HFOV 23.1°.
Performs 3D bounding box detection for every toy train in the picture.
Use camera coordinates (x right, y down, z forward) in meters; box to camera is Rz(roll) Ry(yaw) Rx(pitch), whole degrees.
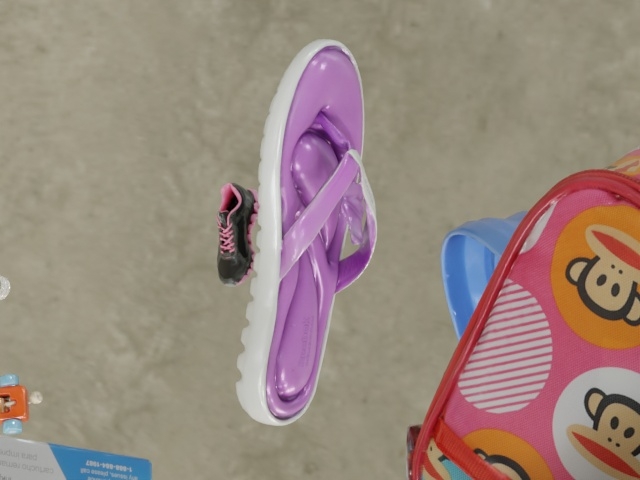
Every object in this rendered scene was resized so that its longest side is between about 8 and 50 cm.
[{"bbox_3d":[-0.341,0.122,1.552,0.125,0.046,0.166,-12,67,-2],"label":"toy train"}]

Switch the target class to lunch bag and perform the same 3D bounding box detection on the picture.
[{"bbox_3d":[0.192,0.122,0.736,0.120,0.293,0.258,-21,141,-55],"label":"lunch bag"}]

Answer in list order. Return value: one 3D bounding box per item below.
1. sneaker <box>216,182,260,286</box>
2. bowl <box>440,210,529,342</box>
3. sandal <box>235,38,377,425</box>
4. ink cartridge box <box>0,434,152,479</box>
[{"bbox_3d":[-0.098,-0.009,1.710,0.057,0.047,0.119,38,52,-53],"label":"sneaker"},{"bbox_3d":[0.235,0.150,1.420,0.077,0.391,0.391,-26,115,-9],"label":"bowl"},{"bbox_3d":[0.008,-0.002,1.653,0.169,0.102,0.416,-11,112,-58],"label":"sandal"},{"bbox_3d":[-0.163,0.208,0.834,0.140,0.082,0.190,16,58,-39],"label":"ink cartridge box"}]
